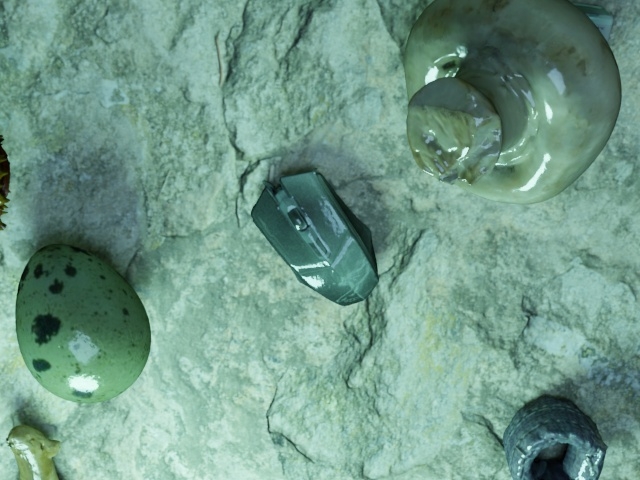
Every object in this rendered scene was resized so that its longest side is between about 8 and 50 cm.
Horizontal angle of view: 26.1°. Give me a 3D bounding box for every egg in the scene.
[{"bbox_3d":[-0.326,0.111,1.870,0.177,0.177,0.228,-20,106,4],"label":"egg"}]

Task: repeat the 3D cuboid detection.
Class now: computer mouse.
[{"bbox_3d":[-0.002,0.002,1.908,0.126,0.071,0.231,-33,114,10],"label":"computer mouse"}]

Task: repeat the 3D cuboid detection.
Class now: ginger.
[{"bbox_3d":[-0.421,0.418,2.061,0.148,0.081,0.333,-2,110,-5],"label":"ginger"}]

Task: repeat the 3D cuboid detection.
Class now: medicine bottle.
[{"bbox_3d":[0.336,-0.252,1.829,0.074,0.055,0.118,6,115,-10],"label":"medicine bottle"}]

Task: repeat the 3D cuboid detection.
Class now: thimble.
[{"bbox_3d":[0.353,0.321,2.085,0.150,0.098,0.150,-2,116,-4],"label":"thimble"}]

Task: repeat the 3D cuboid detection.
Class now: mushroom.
[{"bbox_3d":[0.209,-0.169,1.718,0.297,0.290,0.297,24,132,30],"label":"mushroom"}]

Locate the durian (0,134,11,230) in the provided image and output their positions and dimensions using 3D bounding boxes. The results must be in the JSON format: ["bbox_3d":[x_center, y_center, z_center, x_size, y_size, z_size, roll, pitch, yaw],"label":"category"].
[{"bbox_3d":[-0.536,-0.101,1.660,0.348,0.347,0.384,-20,119,4],"label":"durian"}]
